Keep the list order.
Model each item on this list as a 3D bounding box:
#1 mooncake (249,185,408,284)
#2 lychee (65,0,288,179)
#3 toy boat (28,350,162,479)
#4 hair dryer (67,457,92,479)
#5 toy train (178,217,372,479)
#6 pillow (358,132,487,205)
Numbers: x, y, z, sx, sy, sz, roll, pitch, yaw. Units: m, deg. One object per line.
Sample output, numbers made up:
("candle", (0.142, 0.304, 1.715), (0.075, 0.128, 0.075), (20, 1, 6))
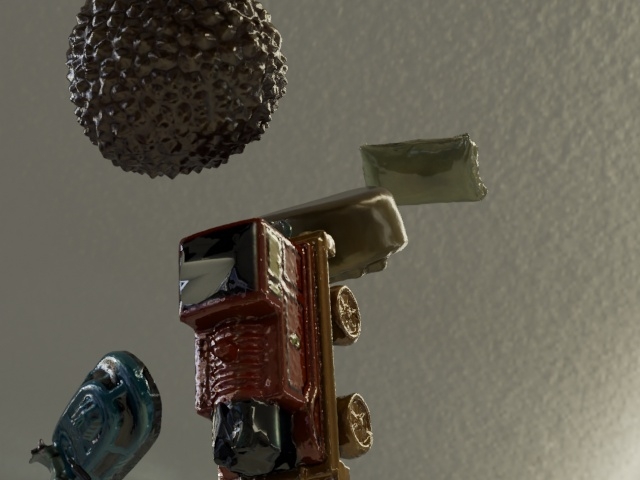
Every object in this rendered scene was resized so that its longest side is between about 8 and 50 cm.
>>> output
("mooncake", (0.000, 0.000, 1.658), (0.234, 0.235, 0.117), (-11, -82, 36))
("lychee", (-0.163, -0.198, 1.423), (0.267, 0.267, 0.267), (12, -34, 8))
("toy boat", (-0.318, 0.264, 1.656), (0.134, 0.092, 0.299), (57, -41, 17))
("hair dryer", (-0.295, 0.310, 1.486), (0.079, 0.083, 0.031), (-52, -29, 18))
("toy train", (-0.063, 0.125, 1.393), (0.163, 0.369, 0.231), (-16, -30, 23))
("pillow", (0.172, -0.115, 2.022), (0.208, 0.053, 0.119), (-4, -72, 15))
